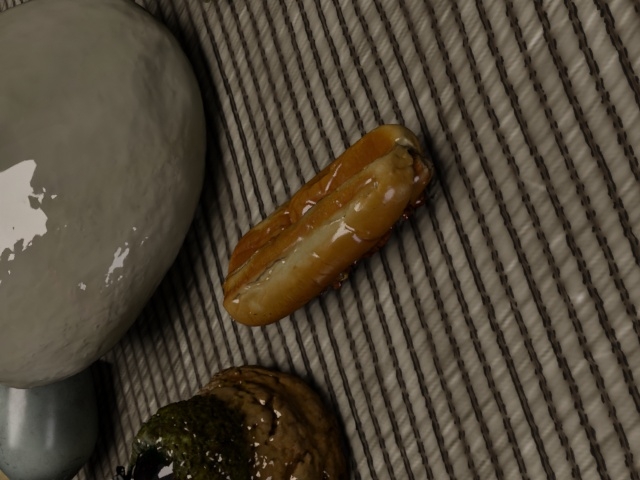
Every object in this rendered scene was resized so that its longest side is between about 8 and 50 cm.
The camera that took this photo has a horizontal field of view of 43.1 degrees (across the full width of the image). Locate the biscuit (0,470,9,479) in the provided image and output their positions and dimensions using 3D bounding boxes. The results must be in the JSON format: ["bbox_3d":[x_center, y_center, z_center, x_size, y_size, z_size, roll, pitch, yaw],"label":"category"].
[{"bbox_3d":[-0.430,0.275,1.040,0.203,0.041,0.260,37,101,2],"label":"biscuit"}]

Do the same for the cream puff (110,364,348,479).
[{"bbox_3d":[-0.094,0.202,0.701,0.183,0.169,0.183,3,95,42],"label":"cream puff"}]

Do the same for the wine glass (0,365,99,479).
[{"bbox_3d":[-0.321,0.254,0.942,0.126,0.126,0.241,13,104,42],"label":"wine glass"}]

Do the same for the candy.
[{"bbox_3d":[-0.305,-0.067,0.839,0.427,0.186,0.386,-47,72,9],"label":"candy"}]

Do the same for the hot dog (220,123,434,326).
[{"bbox_3d":[0.000,0.000,0.674,0.249,0.076,0.102,-39,29,35],"label":"hot dog"}]

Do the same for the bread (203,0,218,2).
[{"bbox_3d":[-0.149,-0.302,0.792,0.156,0.086,0.125,21,104,39],"label":"bread"}]
